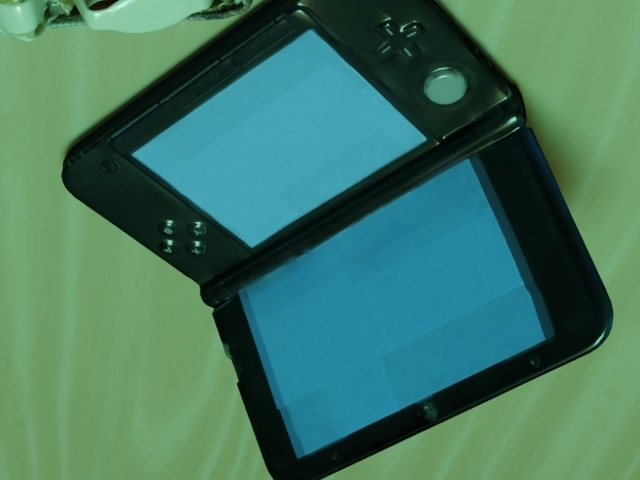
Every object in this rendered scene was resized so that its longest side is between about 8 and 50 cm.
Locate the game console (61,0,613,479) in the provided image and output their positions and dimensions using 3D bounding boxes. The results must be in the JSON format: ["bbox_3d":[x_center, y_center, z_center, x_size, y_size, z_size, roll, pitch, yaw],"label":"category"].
[{"bbox_3d":[0.000,0.000,0.808,0.293,0.173,0.250,-31,129,27],"label":"game console"}]

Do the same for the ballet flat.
[{"bbox_3d":[-0.142,-0.152,0.712,0.221,0.079,0.077,-4,137,3],"label":"ballet flat"}]
